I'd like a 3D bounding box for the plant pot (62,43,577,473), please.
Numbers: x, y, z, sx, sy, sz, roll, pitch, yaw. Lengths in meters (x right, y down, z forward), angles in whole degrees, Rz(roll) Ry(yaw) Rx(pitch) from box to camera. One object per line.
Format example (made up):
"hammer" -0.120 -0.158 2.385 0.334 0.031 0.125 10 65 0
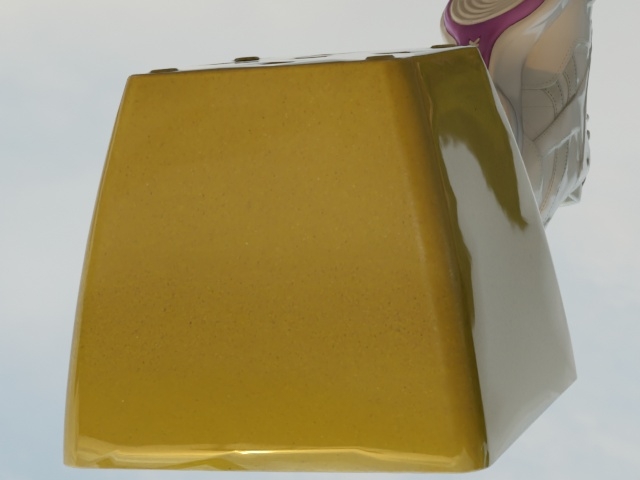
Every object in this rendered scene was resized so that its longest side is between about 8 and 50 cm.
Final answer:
"plant pot" 0.000 0.000 0.971 0.212 0.187 0.212 -2 -172 20

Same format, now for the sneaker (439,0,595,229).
"sneaker" 0.159 -0.114 1.534 0.114 0.152 0.305 -2 -126 39
